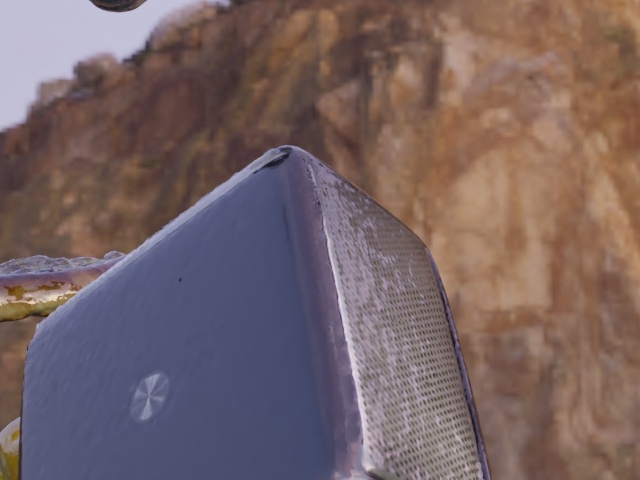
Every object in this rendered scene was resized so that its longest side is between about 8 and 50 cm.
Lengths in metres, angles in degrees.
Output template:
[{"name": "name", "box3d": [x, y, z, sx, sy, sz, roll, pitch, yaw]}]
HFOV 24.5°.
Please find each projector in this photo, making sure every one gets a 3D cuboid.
[{"name": "projector", "box3d": [-0.067, 0.189, 1.327, 0.395, 0.405, 0.242, -35, -48, 23]}]

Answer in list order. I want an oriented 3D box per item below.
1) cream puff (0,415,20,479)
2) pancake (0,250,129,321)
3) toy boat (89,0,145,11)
[{"name": "cream puff", "box3d": [-0.255, 0.322, 2.004, 0.378, 0.378, 0.275, 4, -2, -22]}, {"name": "pancake", "box3d": [-0.409, 0.052, 1.980, 0.427, 0.067, 0.305, -7, 13, -11]}, {"name": "toy boat", "box3d": [-0.276, -0.358, 1.618, 0.123, 0.215, 0.330, -20, -2, -5]}]
